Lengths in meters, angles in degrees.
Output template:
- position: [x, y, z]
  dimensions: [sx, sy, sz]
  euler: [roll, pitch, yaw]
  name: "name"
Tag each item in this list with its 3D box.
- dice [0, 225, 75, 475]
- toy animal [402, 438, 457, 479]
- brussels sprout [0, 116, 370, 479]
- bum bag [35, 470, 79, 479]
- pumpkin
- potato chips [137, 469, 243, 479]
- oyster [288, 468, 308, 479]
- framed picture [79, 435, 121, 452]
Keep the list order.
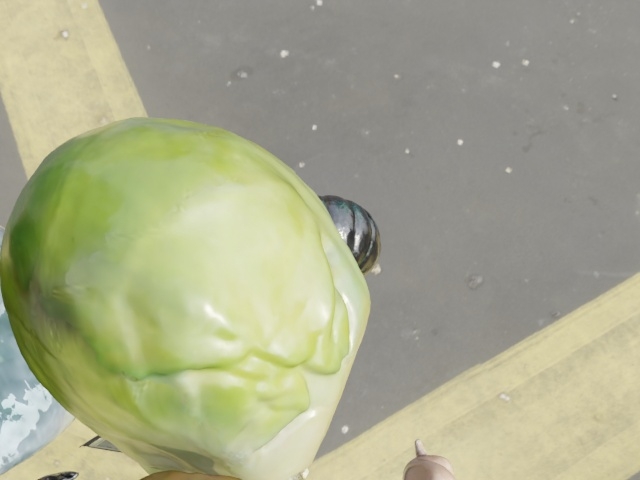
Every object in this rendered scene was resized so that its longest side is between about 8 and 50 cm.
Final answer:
- position: [-0.572, 0.173, 0.894]
  dimensions: [0.328, 0.330, 0.348]
  euler: [-28, 99, -38]
  name: "dice"
- position: [0.299, 0.671, 1.683]
  dimensions: [0.154, 0.250, 0.166]
  euler: [30, 85, -1]
  name: "toy animal"
- position: [-0.115, 0.047, 0.552]
  dimensions: [0.344, 0.344, 0.268]
  euler: [29, 44, 10]
  name: "brussels sprout"
- position: [-0.466, 0.414, 1.026]
  dimensions: [0.125, 0.058, 0.034]
  euler: [-15, 83, -26]
  name: "bum bag"
- position: [0.002, 0.011, 0.972]
  dimensions: [0.194, 0.194, 0.150]
  euler: [18, 70, 5]
  name: "pumpkin"
- position: [-0.096, 0.253, 0.377]
  dimensions: [0.208, 0.062, 0.195]
  euler: [-40, 76, -11]
  name: "potato chips"
- position: [-0.121, 0.593, 1.535]
  dimensions: [0.191, 0.163, 0.081]
  euler: [-30, 30, 19]
  name: "oyster"
- position: [-0.569, 0.589, 1.816]
  dimensions: [0.195, 0.199, 0.010]
  euler: [6, 92, 9]
  name: "framed picture"
